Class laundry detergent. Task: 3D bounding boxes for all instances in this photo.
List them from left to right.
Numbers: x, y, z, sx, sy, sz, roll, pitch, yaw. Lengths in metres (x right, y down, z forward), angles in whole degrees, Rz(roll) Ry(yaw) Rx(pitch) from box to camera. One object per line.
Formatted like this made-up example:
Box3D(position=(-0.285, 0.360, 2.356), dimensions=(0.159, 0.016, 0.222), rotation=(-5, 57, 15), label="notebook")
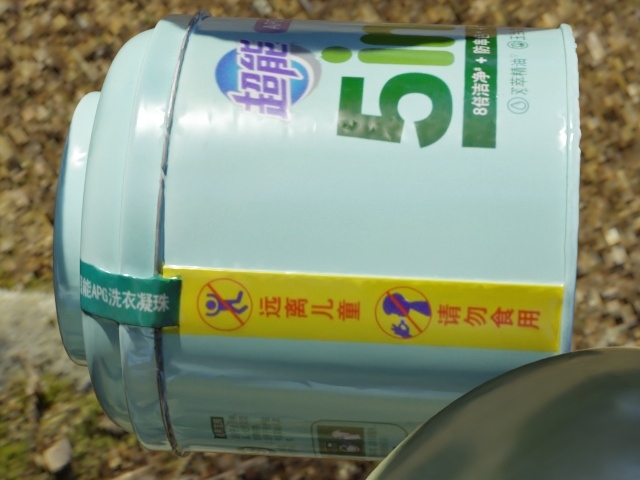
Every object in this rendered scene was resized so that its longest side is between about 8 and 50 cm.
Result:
Box3D(position=(0.000, 0.000, 1.033), dimensions=(0.305, 0.287, 0.287), rotation=(3, 61, 4), label="laundry detergent")

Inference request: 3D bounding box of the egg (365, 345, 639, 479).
Box3D(position=(0.083, 0.174, 0.569), dimensions=(0.218, 0.218, 0.295), rotation=(44, 81, -19), label="egg")
